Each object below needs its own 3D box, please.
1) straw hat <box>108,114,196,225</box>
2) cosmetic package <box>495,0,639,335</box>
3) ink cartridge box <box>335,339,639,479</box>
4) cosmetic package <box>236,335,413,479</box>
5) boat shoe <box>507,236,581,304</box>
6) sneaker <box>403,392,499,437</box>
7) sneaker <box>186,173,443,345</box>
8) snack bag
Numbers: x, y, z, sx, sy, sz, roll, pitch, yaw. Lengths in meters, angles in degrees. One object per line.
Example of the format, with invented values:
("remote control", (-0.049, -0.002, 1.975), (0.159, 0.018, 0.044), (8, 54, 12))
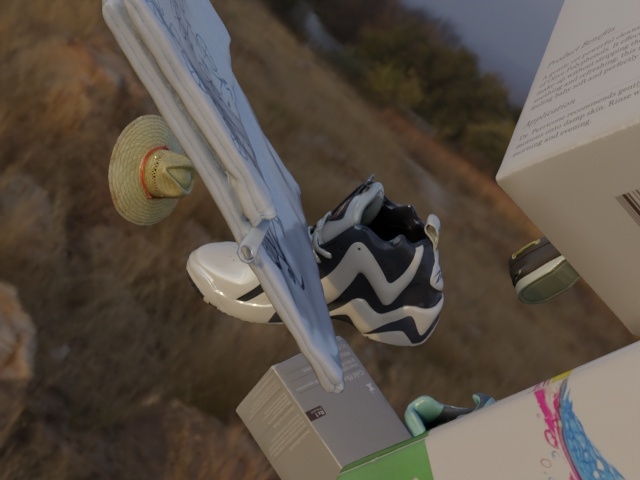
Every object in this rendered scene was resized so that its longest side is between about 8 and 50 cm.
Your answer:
("straw hat", (-0.184, -0.080, 1.539), (0.061, 0.145, 0.144), (12, -4, 32))
("cosmetic package", (0.268, -0.142, 0.794), (0.155, 0.197, 0.366), (45, 50, -21))
("ink cartridge box", (0.178, 0.111, 0.548), (0.201, 0.278, 0.117), (7, 62, -42))
("cosmetic package", (0.029, 0.242, 1.427), (0.127, 0.107, 0.238), (-20, 64, -47))
("boat shoe", (0.352, 0.002, 1.682), (0.081, 0.227, 0.069), (45, 23, -47))
("sneaker", (0.200, 0.235, 1.397), (0.283, 0.110, 0.122), (1, -60, 41))
("sneaker", (0.000, 0.000, 1.136), (0.234, 0.153, 0.094), (15, 34, 10))
("snack bag", (-0.066, -0.088, 0.932), (0.323, 0.037, 0.343), (-106, 170, -59))
